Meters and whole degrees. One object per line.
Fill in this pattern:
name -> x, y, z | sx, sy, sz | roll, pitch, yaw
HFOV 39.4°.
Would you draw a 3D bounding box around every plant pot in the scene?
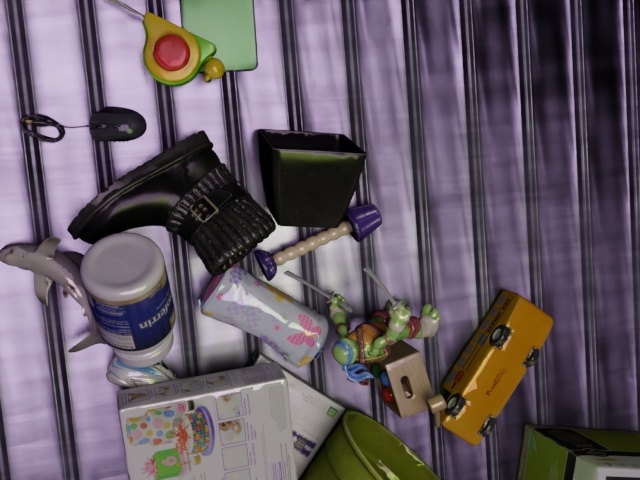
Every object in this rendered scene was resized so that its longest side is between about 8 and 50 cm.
plant pot -> 0.066, 0.607, 1.846 | 0.366, 0.366, 0.353 | 41, 97, -15
plant pot -> -0.027, -0.123, 1.814 | 0.188, 0.187, 0.167 | 1, 109, -14

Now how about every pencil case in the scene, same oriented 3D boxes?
pencil case -> -0.116, 0.154, 1.849 | 0.273, 0.113, 0.124 | 33, 106, -16

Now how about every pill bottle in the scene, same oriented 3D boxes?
pill bottle -> -0.358, 0.121, 1.703 | 0.153, 0.153, 0.265 | -15, 142, -12

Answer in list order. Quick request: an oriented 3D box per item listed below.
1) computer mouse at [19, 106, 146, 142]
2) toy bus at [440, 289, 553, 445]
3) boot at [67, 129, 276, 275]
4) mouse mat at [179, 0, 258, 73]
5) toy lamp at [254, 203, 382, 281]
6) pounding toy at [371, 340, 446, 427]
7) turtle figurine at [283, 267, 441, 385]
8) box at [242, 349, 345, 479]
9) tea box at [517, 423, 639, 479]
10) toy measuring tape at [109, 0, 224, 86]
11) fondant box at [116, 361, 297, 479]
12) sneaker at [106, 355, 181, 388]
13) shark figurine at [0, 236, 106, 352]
computer mouse -> -0.464, -0.226, 1.756 | 0.242, 0.041, 0.071 | -4, 98, -13
toy bus -> 0.376, 0.278, 1.977 | 0.108, 0.130, 0.333 | 34, 87, -16
boot -> -0.287, -0.027, 1.748 | 0.348, 0.131, 0.260 | -34, 90, -9
mouse mat -> -0.206, -0.437, 1.815 | 0.152, 0.007, 0.190 | -5, 98, -14
toy lamp -> 0.000, 0.000, 1.880 | 0.274, 0.080, 0.080 | -26, 102, -8
pounding toy -> 0.187, 0.328, 1.895 | 0.094, 0.206, 0.181 | -20, 101, -11
turtle figurine -> 0.116, 0.138, 1.828 | 0.266, 0.197, 0.275 | -6, 69, -51
box -> -0.131, 0.428, 1.906 | 0.232, 0.058, 0.322 | 35, 86, -15
tea box -> 0.654, 0.559, 1.978 | 0.328, 0.323, 0.220 | 7, 94, -14
toy measuring tape -> -0.345, -0.384, 1.740 | 0.330, 0.121, 0.121 | 25, 90, -5
fondant box -> -0.223, 0.392, 1.780 | 0.330, 0.096, 0.238 | -9, 109, -14
sneaker -> -0.318, 0.291, 1.829 | 0.237, 0.085, 0.086 | 27, 84, -18
shark figurine -> -0.485, 0.079, 1.759 | 0.166, 0.116, 0.278 | -38, 97, 27
